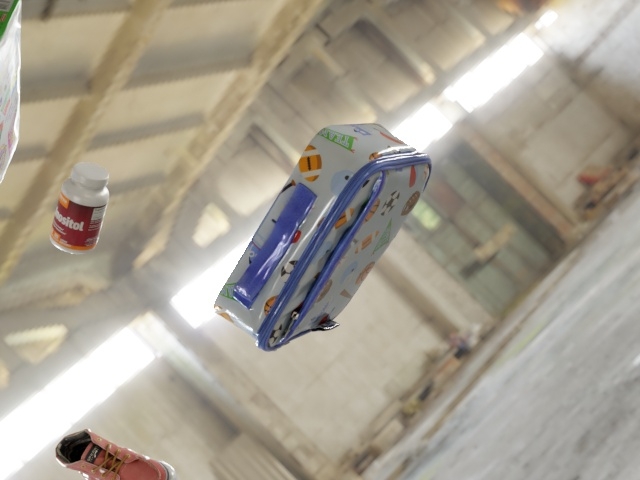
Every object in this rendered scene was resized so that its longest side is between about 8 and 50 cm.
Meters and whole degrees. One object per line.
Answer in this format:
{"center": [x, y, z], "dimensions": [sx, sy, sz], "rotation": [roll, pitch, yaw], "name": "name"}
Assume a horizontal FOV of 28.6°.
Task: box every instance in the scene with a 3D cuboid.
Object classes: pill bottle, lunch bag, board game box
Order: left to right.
{"center": [-0.596, -0.246, 2.248], "dimensions": [0.242, 0.064, 0.316], "rotation": [-86, 7, -52], "name": "board game box"}
{"center": [-0.428, -0.059, 2.246], "dimensions": [0.086, 0.086, 0.152], "rotation": [-36, -31, -60], "name": "pill bottle"}
{"center": [0.000, 0.000, 1.551], "dimensions": [0.303, 0.115, 0.243], "rotation": [-60, -18, 20], "name": "lunch bag"}

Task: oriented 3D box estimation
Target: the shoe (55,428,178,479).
{"center": [-0.259, 0.285, 1.569], "dimensions": [0.178, 0.081, 0.063], "rotation": [3, 60, 47], "name": "shoe"}
